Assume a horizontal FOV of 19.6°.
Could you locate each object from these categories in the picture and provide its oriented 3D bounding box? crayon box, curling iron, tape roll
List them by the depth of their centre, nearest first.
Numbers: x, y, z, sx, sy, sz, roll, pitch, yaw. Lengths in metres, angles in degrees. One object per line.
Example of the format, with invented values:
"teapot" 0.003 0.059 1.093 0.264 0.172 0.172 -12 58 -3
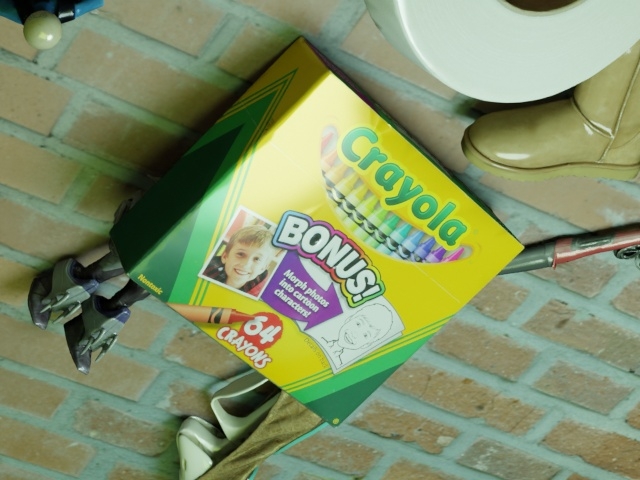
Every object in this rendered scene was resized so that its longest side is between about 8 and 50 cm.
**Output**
"tape roll" 0.208 -0.317 1.715 0.392 0.072 0.392 -18 127 -26
"crayon box" 0.000 0.000 2.100 0.313 0.106 0.363 -44 126 10
"curling iron" 0.294 0.025 2.261 0.274 0.035 0.068 -9 133 1

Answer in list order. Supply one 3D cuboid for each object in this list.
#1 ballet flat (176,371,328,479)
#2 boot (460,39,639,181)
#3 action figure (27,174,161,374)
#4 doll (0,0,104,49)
"ballet flat" -0.105 0.251 2.383 0.124 0.116 0.342 41 119 -13
"boot" 0.296 -0.193 2.030 0.236 0.089 0.269 -1 134 -21
"action figure" -0.203 0.029 2.162 0.285 0.099 0.185 -36 122 20
"doll" -0.274 -0.249 1.825 0.129 0.189 0.046 -6 133 -2
